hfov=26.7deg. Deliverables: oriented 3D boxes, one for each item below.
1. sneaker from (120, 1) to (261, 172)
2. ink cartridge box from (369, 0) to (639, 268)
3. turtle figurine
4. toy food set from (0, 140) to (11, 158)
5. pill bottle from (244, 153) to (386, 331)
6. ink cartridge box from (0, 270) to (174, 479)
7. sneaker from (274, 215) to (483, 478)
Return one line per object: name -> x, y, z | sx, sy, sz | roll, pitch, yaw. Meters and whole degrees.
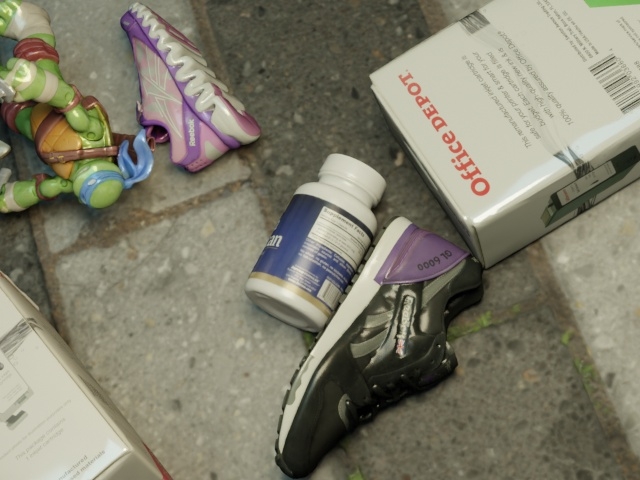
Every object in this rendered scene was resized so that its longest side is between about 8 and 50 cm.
sneaker -> -0.169, -0.166, 1.493 | 0.104, 0.095, 0.236 | -44, 60, 12
ink cartridge box -> 0.226, -0.140, 1.368 | 0.289, 0.121, 0.211 | -31, 64, -1
turtle figurine -> -0.335, -0.125, 1.429 | 0.275, 0.197, 0.266 | -25, 49, -6
toy food set -> -0.474, -0.069, 1.525 | 0.128, 0.071, 0.218 | 36, 78, 24
pill bottle -> 0.000, 0.000, 1.374 | 0.094, 0.094, 0.169 | 22, 73, 21
ink cartridge box -> -0.272, 0.165, 1.302 | 0.117, 0.207, 0.283 | -40, 64, -8
sneaker -> 0.063, 0.116, 1.308 | 0.124, 0.107, 0.283 | 26, 75, 15
